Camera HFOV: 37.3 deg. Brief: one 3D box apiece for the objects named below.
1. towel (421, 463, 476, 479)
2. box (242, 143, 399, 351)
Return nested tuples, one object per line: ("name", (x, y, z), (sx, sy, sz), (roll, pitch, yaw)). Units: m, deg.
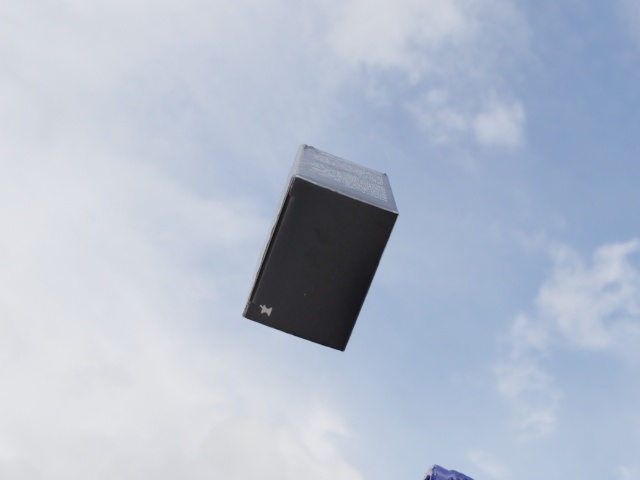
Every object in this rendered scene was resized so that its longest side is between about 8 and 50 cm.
("towel", (0.184, 0.294, 0.729), (0.308, 0.076, 0.227), (24, -31, 4))
("box", (0.000, 0.000, 0.980), (0.108, 0.207, 0.153), (20, -75, -5))
